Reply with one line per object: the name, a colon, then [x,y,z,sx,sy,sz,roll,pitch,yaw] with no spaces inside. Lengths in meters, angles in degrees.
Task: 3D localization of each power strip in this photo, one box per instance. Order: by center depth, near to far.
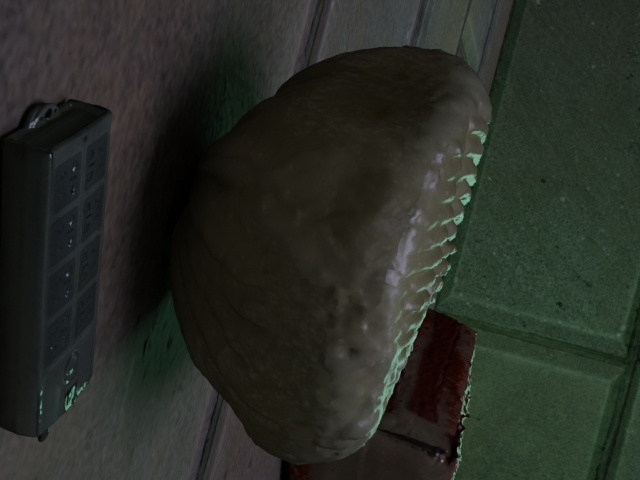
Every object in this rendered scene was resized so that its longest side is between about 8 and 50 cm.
power strip: [-0.096,0.016,0.391,0.051,0.019,0.136,-59,160,-63]

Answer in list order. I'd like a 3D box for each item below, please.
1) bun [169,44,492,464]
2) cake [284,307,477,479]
bun: [0.000,0.000,0.561,0.220,0.134,0.220,21,90,-83]
cake: [0.068,0.183,1.107,0.262,0.158,0.159,-57,164,-62]
